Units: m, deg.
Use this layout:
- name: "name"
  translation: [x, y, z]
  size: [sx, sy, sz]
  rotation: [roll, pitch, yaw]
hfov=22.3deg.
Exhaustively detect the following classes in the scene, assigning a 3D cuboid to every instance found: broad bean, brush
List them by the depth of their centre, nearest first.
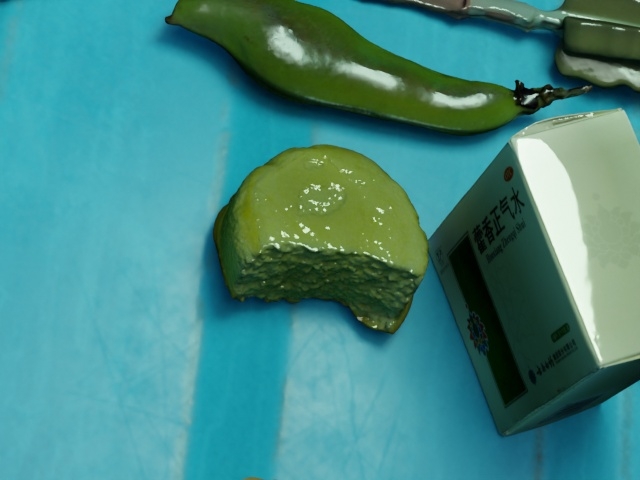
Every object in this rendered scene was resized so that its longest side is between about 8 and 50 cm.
- name: "broad bean"
  translation: [0.039, -0.129, 1.245]
  size: [0.325, 0.067, 0.075]
  rotation: [15, 98, -10]
- name: "brush"
  translation: [0.174, -0.175, 1.296]
  size: [0.301, 0.071, 0.084]
  rotation: [10, 52, 0]

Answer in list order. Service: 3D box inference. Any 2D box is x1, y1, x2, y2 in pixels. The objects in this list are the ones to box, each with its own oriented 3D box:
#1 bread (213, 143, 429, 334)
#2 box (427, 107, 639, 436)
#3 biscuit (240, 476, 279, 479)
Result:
- name: "bread"
  translation: [0.003, -0.008, 1.179]
  size: [0.156, 0.086, 0.125]
  rotation: [12, 59, -12]
- name: "box"
  translation: [0.166, 0.027, 1.132]
  size: [0.095, 0.212, 0.168]
  rotation: [-14, 74, -16]
- name: "biscuit"
  translation: [-0.025, 0.252, 1.109]
  size: [0.133, 0.027, 0.184]
  rotation: [-22, 77, -21]
